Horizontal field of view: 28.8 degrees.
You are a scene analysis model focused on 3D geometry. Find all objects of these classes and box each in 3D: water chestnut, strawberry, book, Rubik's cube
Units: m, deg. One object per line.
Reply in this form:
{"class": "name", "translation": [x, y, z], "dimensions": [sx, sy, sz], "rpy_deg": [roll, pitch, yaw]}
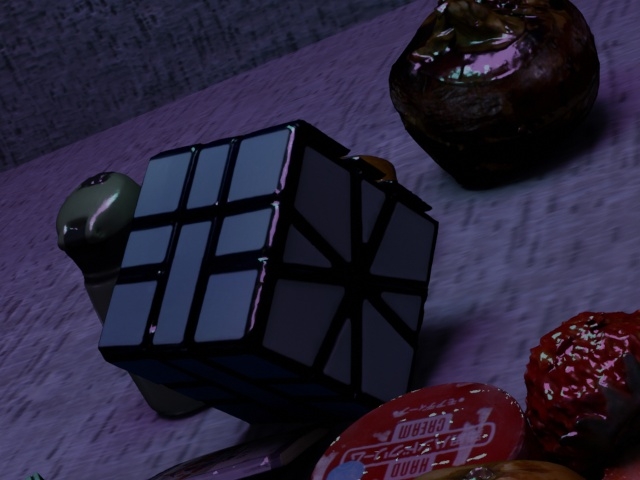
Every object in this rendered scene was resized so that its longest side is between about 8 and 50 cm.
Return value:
{"class": "water chestnut", "translation": [0.261, -0.278, 1.953], "dimensions": [0.335, 0.347, 0.335], "rpy_deg": [-20, 32, 13]}
{"class": "strawberry", "translation": [0.311, 0.224, 1.133], "dimensions": [0.104, 0.048, 0.152], "rpy_deg": [-25, 25, -5]}
{"class": "book", "translation": [-0.117, 0.270, 1.505], "dimensions": [0.231, 0.026, 0.157], "rpy_deg": [-20, -1, 22]}
{"class": "Rubik's cube", "translation": [-0.059, 0.052, 1.526], "dimensions": [0.283, 0.288, 0.293], "rpy_deg": [-11, 57, 42]}
{"class": "strawberry", "translation": [0.258, 0.126, 1.241], "dimensions": [0.190, 0.111, 0.236], "rpy_deg": [-52, 1, 7]}

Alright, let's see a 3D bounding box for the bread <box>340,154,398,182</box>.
{"class": "bread", "translation": [0.004, -0.003, 1.875], "dimensions": [0.312, 0.172, 0.312], "rpy_deg": [-26, 25, 13]}

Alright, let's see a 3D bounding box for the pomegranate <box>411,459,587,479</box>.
{"class": "pomegranate", "translation": [0.133, 0.302, 0.926], "dimensions": [0.229, 0.270, 0.252], "rpy_deg": [-8, -1, 28]}

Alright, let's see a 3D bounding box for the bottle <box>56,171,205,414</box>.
{"class": "bottle", "translation": [-0.245, 0.068, 1.763], "dimensions": [0.168, 0.347, 0.168], "rpy_deg": [-24, 20, 9]}

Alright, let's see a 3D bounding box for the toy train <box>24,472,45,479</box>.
{"class": "toy train", "translation": [-0.396, 0.376, 1.640], "dimensions": [0.111, 0.071, 0.170], "rpy_deg": [-26, 20, -14]}

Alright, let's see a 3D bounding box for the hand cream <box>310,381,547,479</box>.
{"class": "hand cream", "translation": [0.114, 0.255, 1.170], "dimensions": [0.230, 0.149, 0.230], "rpy_deg": [-23, 20, 9]}

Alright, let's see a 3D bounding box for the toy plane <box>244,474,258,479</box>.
{"class": "toy plane", "translation": [-0.075, 0.296, 1.428], "dimensions": [0.135, 0.062, 0.188], "rpy_deg": [-1, 17, -6]}
